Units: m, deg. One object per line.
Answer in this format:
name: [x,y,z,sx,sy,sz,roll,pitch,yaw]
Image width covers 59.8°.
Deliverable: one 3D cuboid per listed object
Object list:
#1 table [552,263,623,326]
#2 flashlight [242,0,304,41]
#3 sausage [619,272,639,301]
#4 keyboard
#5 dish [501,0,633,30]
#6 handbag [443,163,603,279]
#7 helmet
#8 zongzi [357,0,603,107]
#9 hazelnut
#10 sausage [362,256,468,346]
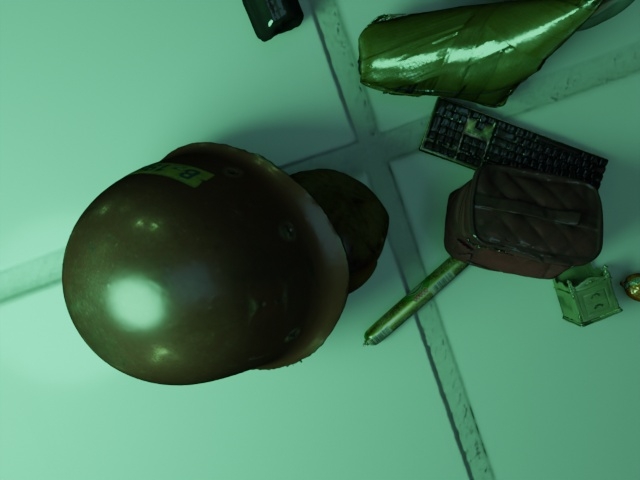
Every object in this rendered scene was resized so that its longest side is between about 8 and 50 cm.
table: [0.445,0.088,0.935,0.079,0.062,0.083,-21,96,-3]
flashlight: [-0.139,-0.501,0.817,0.103,0.103,0.424,-22,98,-2]
sausage: [0.680,0.102,0.960,0.347,0.053,0.053,10,95,-6]
keyboard: [0.323,-0.139,0.922,0.316,0.027,0.106,18,93,-7]
dish: [0.390,-0.377,0.850,0.229,0.229,0.081,-29,137,-1]
handbag: [0.310,-0.027,0.863,0.224,0.135,0.147,13,72,-4]
helmet: [-0.186,0.054,0.717,0.384,0.230,0.338,12,109,30]
zongzi: [0.190,-0.281,0.763,0.260,0.289,0.123,6,86,-4]
hazelnut: [0.000,0.000,0.842,0.208,0.208,0.208,0,95,-5]
sausage: [0.171,0.087,0.927,0.269,0.033,0.033,-41,97,0]
